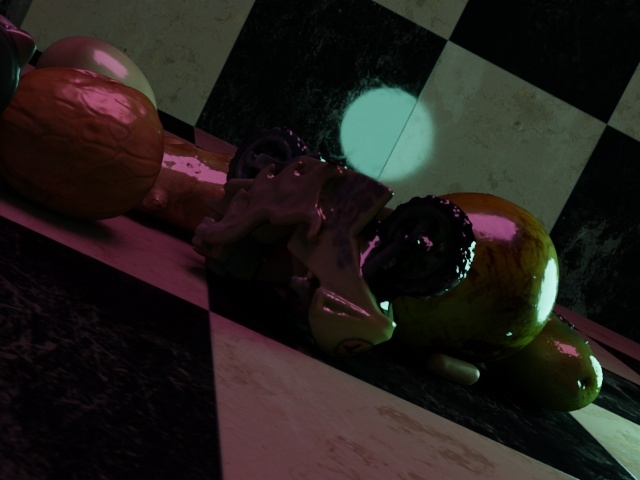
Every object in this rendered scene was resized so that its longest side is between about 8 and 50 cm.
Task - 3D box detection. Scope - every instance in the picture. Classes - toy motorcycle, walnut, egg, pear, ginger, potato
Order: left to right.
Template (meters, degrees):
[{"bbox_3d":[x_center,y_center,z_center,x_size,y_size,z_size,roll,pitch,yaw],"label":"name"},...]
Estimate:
[{"bbox_3d":[-0.305,-0.123,1.395,0.221,0.195,0.195,24,7,-9],"label":"walnut"},{"bbox_3d":[-0.430,-0.284,2.157,0.253,0.189,0.188,30,6,2],"label":"egg"},{"bbox_3d":[-0.227,-0.115,1.687,0.375,0.166,0.236,35,34,-30],"label":"ginger"},{"bbox_3d":[0.000,0.000,1.443,0.410,0.237,0.169,29,-9,40],"label":"toy motorcycle"},{"bbox_3d":[0.209,0.057,1.660,0.283,0.284,0.283,26,6,-3],"label":"pear"},{"bbox_3d":[0.348,0.182,1.776,0.169,0.144,0.248,16,11,-27],"label":"potato"}]

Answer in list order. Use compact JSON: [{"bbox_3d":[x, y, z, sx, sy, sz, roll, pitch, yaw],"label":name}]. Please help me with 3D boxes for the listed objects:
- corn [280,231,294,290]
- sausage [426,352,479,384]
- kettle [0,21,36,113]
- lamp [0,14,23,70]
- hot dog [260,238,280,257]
[{"bbox_3d":[-0.028,-0.020,1.740,0.079,0.079,0.237,24,47,-27],"label":"corn"},{"bbox_3d":[0.189,0.184,1.601,0.083,0.034,0.034,22,8,-28],"label":"sausage"},{"bbox_3d":[-0.478,-0.198,1.310,0.240,0.165,0.255,-27,26,-24],"label":"kettle"},{"bbox_3d":[-0.569,-0.295,1.527,0.301,0.247,0.247,32,6,-31],"label":"lamp"},{"bbox_3d":[-0.015,-0.002,1.875,0.272,0.122,0.196,40,9,34],"label":"hot dog"}]
